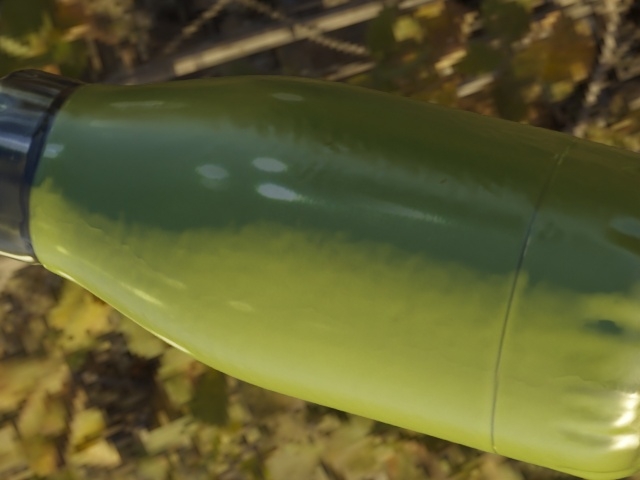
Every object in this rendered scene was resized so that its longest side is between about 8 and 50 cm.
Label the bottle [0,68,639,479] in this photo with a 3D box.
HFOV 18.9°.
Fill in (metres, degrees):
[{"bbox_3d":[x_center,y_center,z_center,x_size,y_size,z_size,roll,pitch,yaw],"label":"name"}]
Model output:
[{"bbox_3d":[0.000,0.000,0.674,0.260,0.112,0.112,14,120,15],"label":"bottle"}]
